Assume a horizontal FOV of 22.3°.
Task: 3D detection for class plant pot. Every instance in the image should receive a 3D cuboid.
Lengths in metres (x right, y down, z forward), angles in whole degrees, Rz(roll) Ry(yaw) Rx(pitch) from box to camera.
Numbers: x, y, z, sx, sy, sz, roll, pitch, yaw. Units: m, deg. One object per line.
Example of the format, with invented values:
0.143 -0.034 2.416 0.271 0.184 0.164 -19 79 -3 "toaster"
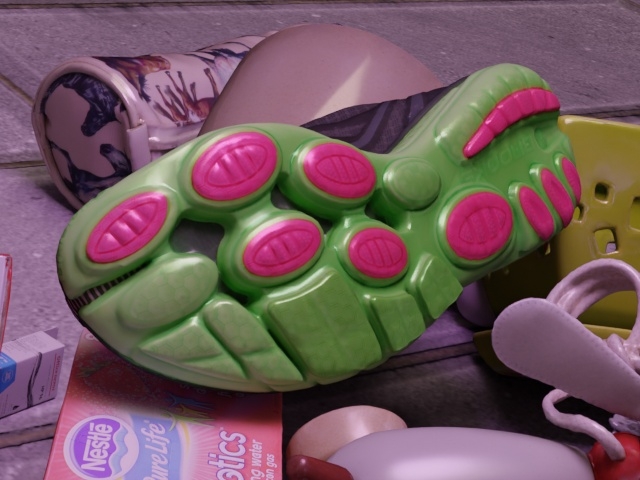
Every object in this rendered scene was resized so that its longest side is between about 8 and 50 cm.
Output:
-0.029 -0.010 1.402 0.257 0.256 0.274 20 42 14 "plant pot"
0.260 0.024 1.416 0.228 0.207 0.227 9 -8 -13 "plant pot"

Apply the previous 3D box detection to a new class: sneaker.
0.000 0.000 1.158 0.202 0.185 0.483 -19 -2 43 "sneaker"

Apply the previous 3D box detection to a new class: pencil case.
-0.106 -0.129 1.667 0.184 0.159 0.410 -2 10 38 "pencil case"

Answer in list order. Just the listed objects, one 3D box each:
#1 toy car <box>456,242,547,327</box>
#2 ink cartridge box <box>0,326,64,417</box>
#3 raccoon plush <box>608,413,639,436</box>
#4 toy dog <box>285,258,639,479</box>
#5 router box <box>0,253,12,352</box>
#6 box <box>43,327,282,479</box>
0.184 -0.002 1.579 0.182 0.136 0.159 1 27 -26 "toy car"
-0.226 0.101 1.246 0.028 0.048 0.083 28 29 29 "ink cartridge box"
0.323 0.209 1.002 0.299 0.216 0.446 -20 23 47 "raccoon plush"
0.109 0.126 0.954 0.334 0.161 0.220 -37 53 -4 "toy dog"
-0.377 0.055 1.024 0.336 0.082 0.301 8 -14 -13 "router box"
-0.104 0.193 0.985 0.142 0.154 0.300 11 25 -6 "box"
